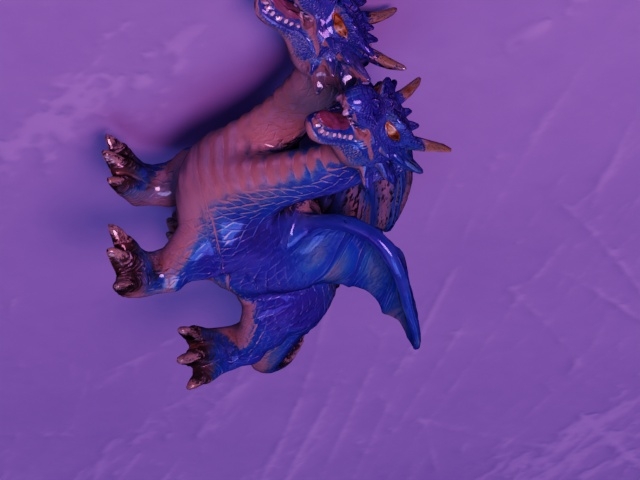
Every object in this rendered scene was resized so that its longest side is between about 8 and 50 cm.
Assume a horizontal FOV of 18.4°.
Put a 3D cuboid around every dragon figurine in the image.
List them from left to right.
[{"bbox_3d":[0.000,0.000,0.831,0.144,0.085,0.289,-12,148,11],"label":"dragon figurine"}]
